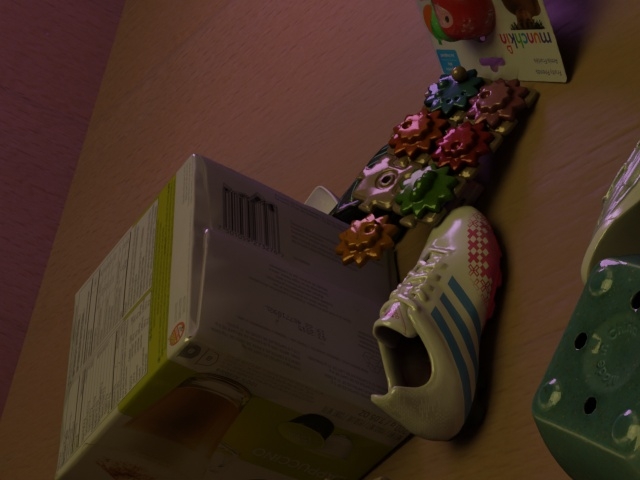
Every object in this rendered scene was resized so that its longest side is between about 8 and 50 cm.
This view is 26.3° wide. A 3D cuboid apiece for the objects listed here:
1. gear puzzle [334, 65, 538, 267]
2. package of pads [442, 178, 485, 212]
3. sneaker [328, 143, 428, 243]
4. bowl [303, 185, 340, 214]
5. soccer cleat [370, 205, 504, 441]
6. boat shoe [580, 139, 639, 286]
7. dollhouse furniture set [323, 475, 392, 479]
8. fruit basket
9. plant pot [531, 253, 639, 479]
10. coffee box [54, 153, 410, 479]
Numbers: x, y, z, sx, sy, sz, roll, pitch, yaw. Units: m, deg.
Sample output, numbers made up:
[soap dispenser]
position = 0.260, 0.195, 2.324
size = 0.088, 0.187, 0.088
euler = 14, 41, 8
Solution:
[gear puzzle]
position = 0.124, -0.102, 1.790
size = 0.175, 0.044, 0.339
euler = 22, 66, 46
[package of pads]
position = 0.178, -0.051, 1.820
size = 0.083, 0.032, 0.050
euler = -57, 28, 12
[sneaker]
position = 0.093, -0.065, 1.944
size = 0.267, 0.101, 0.106
euler = -40, 23, 24
[bowl]
position = 0.000, 0.000, 2.082
size = 0.142, 0.053, 0.142
euler = -58, 25, 12
[soccer cleat]
position = 0.136, 0.078, 1.650
size = 0.116, 0.143, 0.331
euler = -35, 37, 45
[boat shoe]
position = 0.345, -0.041, 1.463
size = 0.227, 0.079, 0.081
euler = -57, 19, -1
[dollhouse furniture set]
position = 0.086, 0.342, 1.432
size = 0.303, 0.198, 0.286
euler = -32, 40, 47
[fruit basket]
position = 0.175, -0.371, 1.830
size = 0.165, 0.353, 0.327
euler = -22, 16, -21
[plant pot]
position = 0.324, 0.137, 1.118
size = 0.247, 0.252, 0.248
euler = -65, 25, -3
[coffee box]
position = -0.118, 0.159, 1.823
size = 0.334, 0.338, 0.338
euler = -47, 31, 33
